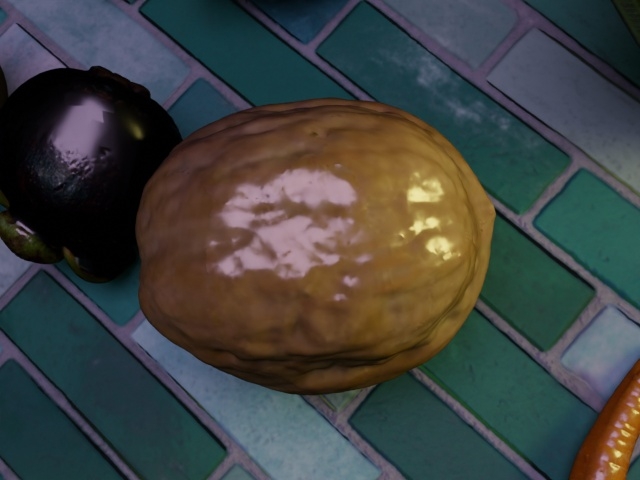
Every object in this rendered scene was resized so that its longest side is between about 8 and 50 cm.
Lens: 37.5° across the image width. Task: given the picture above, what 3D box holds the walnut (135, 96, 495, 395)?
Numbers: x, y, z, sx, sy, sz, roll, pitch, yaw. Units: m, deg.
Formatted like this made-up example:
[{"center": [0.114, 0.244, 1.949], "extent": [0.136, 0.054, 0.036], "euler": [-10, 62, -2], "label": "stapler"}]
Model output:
[{"center": [0.001, 0.003, 0.927], "extent": [0.344, 0.306, 0.306], "euler": [-13, 75, 7], "label": "walnut"}]

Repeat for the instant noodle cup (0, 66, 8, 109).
[{"center": [-0.444, -0.125, 1.119], "extent": [0.274, 0.091, 0.274], "euler": [-25, 50, 33], "label": "instant noodle cup"}]

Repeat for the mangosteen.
[{"center": [-0.263, -0.076, 1.047], "extent": [0.243, 0.243, 0.242], "euler": [-2, 76, 9], "label": "mangosteen"}]

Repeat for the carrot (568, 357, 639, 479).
[{"center": [0.293, 0.220, 0.953], "extent": [0.066, 0.062, 0.271], "euler": [3, 70, 44], "label": "carrot"}]

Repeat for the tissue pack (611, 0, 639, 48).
[{"center": [0.366, -0.288, 0.885], "extent": [0.124, 0.394, 0.287], "euler": [-1, 75, 33], "label": "tissue pack"}]
